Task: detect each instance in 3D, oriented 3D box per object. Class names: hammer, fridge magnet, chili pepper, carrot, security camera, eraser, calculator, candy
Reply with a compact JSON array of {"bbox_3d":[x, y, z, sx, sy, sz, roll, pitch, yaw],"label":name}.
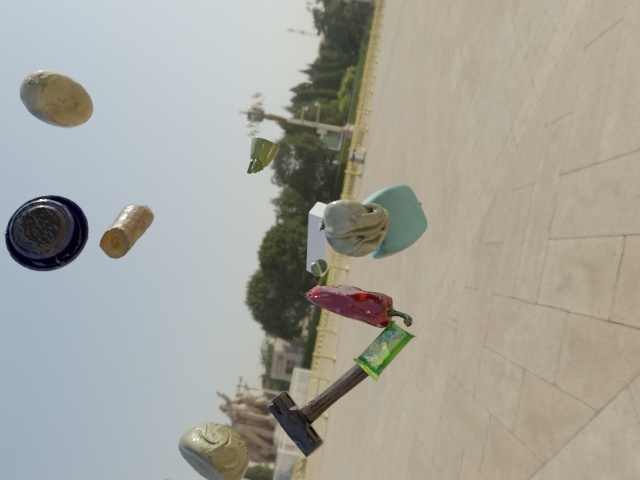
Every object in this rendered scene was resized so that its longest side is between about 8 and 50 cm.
[{"bbox_3d":[0.025,0.578,1.933,0.409,0.242,0.095,-40,-23,-1],"label":"hammer"},{"bbox_3d":[-0.908,-0.028,1.735,0.112,0.265,0.265,111,170,-74],"label":"fridge magnet"},{"bbox_3d":[0.114,0.204,1.643,0.110,0.387,0.110,-32,-53,-56],"label":"chili pepper"},{"bbox_3d":[-0.677,-0.047,1.845,0.302,0.114,0.114,-89,9,-65],"label":"carrot"},{"bbox_3d":[-0.013,0.092,1.771,0.092,0.058,0.058,-6,-72,-73],"label":"security camera"},{"bbox_3d":[0.001,0.000,1.984,0.078,0.076,0.298,-53,-24,-42],"label":"eraser"},{"bbox_3d":[0.299,-0.089,2.087,0.386,0.256,0.054,-29,3,-43],"label":"calculator"},{"bbox_3d":[0.190,0.319,1.544,0.178,0.102,0.032,-44,-48,-11],"label":"candy"}]

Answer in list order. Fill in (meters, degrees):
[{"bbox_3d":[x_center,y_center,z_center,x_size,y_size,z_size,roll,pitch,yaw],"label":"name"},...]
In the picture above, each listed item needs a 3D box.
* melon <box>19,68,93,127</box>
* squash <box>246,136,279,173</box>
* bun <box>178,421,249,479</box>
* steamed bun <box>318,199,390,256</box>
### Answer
[{"bbox_3d":[-1.089,-0.584,2.168,0.317,0.223,0.223,18,-97,-77],"label":"melon"},{"bbox_3d":[-0.210,-0.279,1.818,0.105,0.105,0.132,98,-171,-77],"label":"squash"},{"bbox_3d":[-0.240,0.491,1.225,0.113,0.173,0.166,-50,-19,-36],"label":"bun"},{"bbox_3d":[0.102,-0.022,1.590,0.218,0.211,0.144,117,154,-65],"label":"steamed bun"}]
